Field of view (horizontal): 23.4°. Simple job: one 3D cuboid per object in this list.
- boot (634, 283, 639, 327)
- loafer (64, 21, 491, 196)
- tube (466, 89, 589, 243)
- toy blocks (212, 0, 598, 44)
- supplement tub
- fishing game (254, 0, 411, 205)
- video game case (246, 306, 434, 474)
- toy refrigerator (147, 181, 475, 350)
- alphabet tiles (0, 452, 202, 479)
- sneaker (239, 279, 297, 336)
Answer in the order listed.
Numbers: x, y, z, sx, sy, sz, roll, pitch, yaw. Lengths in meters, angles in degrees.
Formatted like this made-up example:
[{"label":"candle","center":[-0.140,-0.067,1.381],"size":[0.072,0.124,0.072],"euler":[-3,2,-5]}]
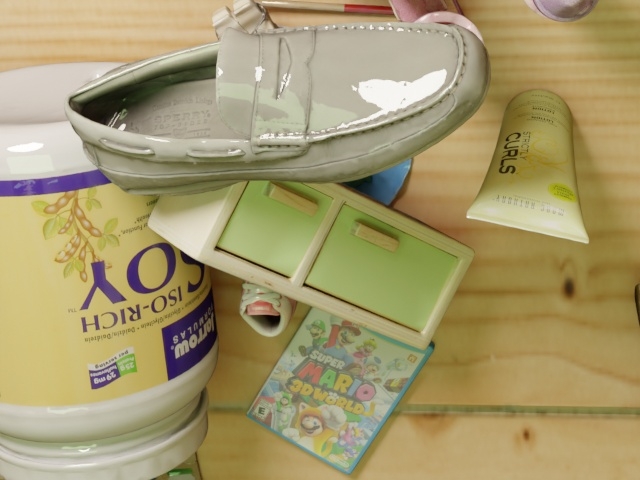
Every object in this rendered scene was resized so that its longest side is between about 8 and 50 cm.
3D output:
[{"label":"boot","center":[0.380,0.106,1.364],"size":[0.165,0.077,0.213],"euler":[-21,112,19]},{"label":"loafer","center":[-0.037,-0.100,1.113],"size":[0.319,0.112,0.111],"euler":[-12,151,23]},{"label":"tube","center":[0.173,-0.057,1.247],"size":[0.070,0.240,0.062],"euler":[-27,107,21]},{"label":"toy blocks","center":[0.029,-0.228,1.175],"size":[0.309,0.260,0.289],"euler":[-28,105,12]},{"label":"supplement tub","center":[-0.216,0.029,1.361],"size":[0.241,0.241,0.331],"euler":[-1,112,12]},{"label":"fishing game","center":[-0.013,-0.087,1.383],"size":[0.189,0.041,0.264],"euler":[6,113,6]},{"label":"video game case","center":[0.017,0.134,1.480],"size":[0.119,0.015,0.166],"euler":[30,114,-2]},{"label":"toy refrigerator","center":[0.000,0.000,1.295],"size":[0.269,0.094,0.102],"euler":[24,94,-39]},{"label":"alphabet tiles","center":[-0.234,0.250,1.583],"size":[0.237,0.009,0.198],"euler":[-6,111,14]},{"label":"sneaker","center":[-0.048,0.027,1.397],"size":[0.051,0.070,0.134],"euler":[0,122,13]}]
